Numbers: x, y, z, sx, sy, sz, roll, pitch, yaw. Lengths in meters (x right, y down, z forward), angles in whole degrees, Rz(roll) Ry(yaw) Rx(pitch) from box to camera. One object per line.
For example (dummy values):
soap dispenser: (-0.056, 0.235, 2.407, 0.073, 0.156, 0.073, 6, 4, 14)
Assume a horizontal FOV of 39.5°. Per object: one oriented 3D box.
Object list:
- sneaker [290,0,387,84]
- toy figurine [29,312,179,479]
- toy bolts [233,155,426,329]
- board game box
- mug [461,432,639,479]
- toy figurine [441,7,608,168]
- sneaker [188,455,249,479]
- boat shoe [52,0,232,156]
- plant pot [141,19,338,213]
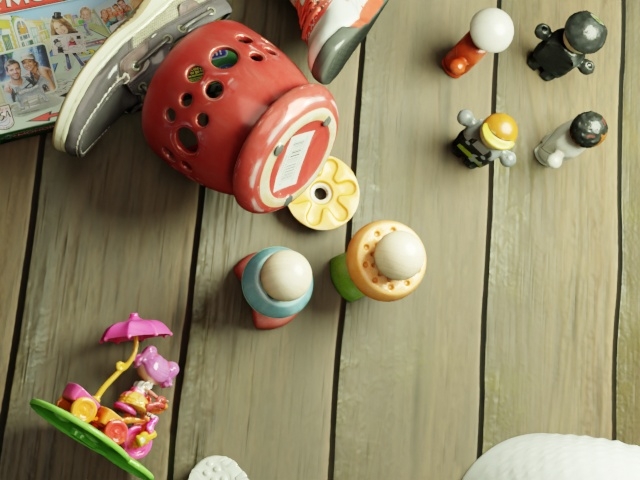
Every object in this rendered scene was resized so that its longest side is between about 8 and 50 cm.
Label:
sneaker: (-0.008, -0.295, 1.129, 0.145, 0.090, 0.270, 32, 36, -2)
toy figurine: (-0.222, 0.170, 1.044, 0.173, 0.130, 0.159, 44, 62, -26)
toy bolts: (0.000, 0.000, 1.093, 0.228, 0.158, 0.218, -26, 87, -17)
board game box: (-0.282, -0.263, 1.130, 0.317, 0.046, 0.214, -17, 86, -16)
mug: (0.332, 0.414, 1.013, 0.276, 0.328, 0.374, -2, 81, -14)
toy figurine: (0.280, -0.202, 1.203, 0.213, 0.148, 0.210, 1, 80, -14)
sneaker: (-0.097, 0.369, 1.047, 0.090, 0.095, 0.235, -19, 66, -12)
boat shoe: (-0.208, -0.207, 1.063, 0.092, 0.103, 0.285, 33, 69, -2)
plant pot: (-0.084, -0.139, 1.055, 0.174, 0.191, 0.191, 35, 72, 21)
